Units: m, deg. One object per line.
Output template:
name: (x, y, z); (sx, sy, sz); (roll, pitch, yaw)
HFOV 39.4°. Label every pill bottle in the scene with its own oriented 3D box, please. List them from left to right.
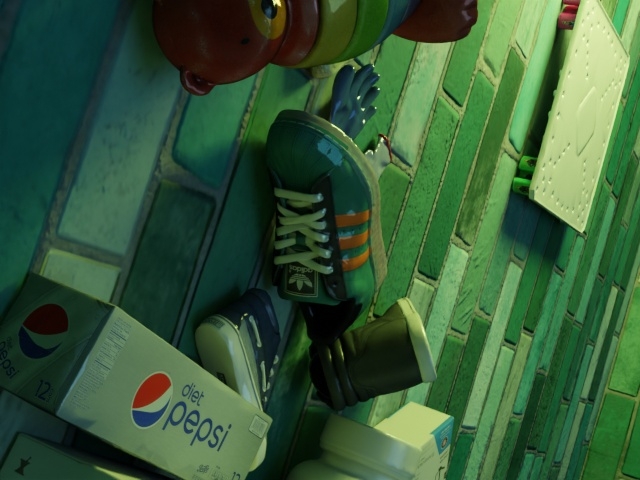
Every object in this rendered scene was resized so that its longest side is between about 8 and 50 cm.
pill bottle: (0.016, 0.374, 1.085); (0.169, 0.169, 0.302); (40, 68, -57)

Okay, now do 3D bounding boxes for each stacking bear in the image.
stacking bear: (-0.018, -0.221, 0.785); (0.289, 0.164, 0.175); (-31, 119, -36)

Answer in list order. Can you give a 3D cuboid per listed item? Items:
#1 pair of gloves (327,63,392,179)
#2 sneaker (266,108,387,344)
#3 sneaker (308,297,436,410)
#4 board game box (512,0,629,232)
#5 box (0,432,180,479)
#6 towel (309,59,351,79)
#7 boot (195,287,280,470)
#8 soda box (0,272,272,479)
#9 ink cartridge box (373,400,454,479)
pair of gloves: (0.035, -0.109, 1.054); (0.159, 0.023, 0.198); (-55, 145, -34)
sneaker: (0.000, 0.000, 0.956); (0.121, 0.108, 0.302); (-61, 149, -31)
sneaker: (0.057, 0.142, 1.138); (0.296, 0.146, 0.105); (38, 38, -88)
board game box: (0.495, -0.235, 1.737); (0.390, 0.050, 0.390); (18, 88, -59)
box: (-0.118, 0.314, 0.788); (0.345, 0.215, 0.168); (44, 66, -56)
towel: (0.030, -0.248, 0.977); (0.148, 0.027, 0.110); (-43, 136, -43)
boot: (-0.071, 0.147, 0.938); (0.086, 0.069, 0.190); (-36, 131, -43)
soda box: (-0.153, 0.136, 0.769); (0.091, 0.098, 0.286); (-64, 148, -17)
ink cartridge box: (0.124, 0.369, 1.346); (0.148, 0.085, 0.203); (-22, 120, -54)
